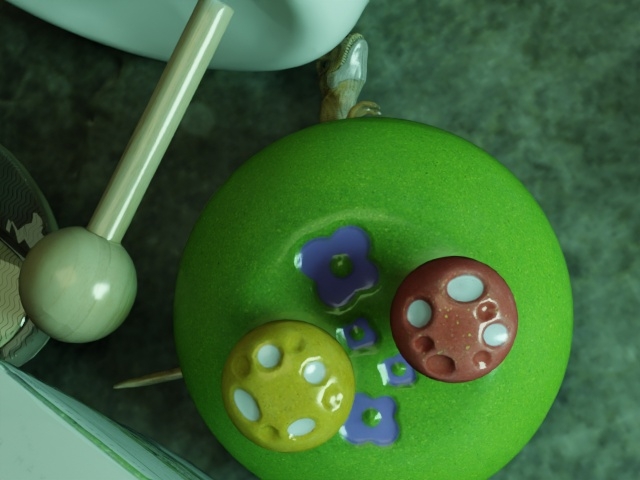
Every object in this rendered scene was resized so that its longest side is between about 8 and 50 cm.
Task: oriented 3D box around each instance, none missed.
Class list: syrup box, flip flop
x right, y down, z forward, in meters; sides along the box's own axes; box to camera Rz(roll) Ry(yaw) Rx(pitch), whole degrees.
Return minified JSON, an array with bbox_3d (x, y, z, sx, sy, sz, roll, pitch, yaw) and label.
[{"bbox_3d":[-0.084,0.130,0.568,0.093,0.237,0.096,34,82,22],"label":"syrup box"},{"bbox_3d":[-0.225,-0.010,0.744,0.277,0.080,0.112,20,77,35],"label":"flip flop"}]

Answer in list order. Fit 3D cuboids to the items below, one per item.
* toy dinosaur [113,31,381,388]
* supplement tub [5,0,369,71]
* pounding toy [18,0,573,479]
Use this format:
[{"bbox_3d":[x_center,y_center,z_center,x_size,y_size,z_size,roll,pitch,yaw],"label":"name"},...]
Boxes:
[{"bbox_3d":[0.000,0.000,0.696,0.112,0.064,0.211,8,64,36],"label":"toy dinosaur"},{"bbox_3d":[-0.051,-0.275,0.692,0.241,0.241,0.331,13,76,18],"label":"supplement tub"},{"bbox_3d":[-0.002,0.027,0.602,0.237,0.110,0.183,33,98,-2],"label":"pounding toy"}]
